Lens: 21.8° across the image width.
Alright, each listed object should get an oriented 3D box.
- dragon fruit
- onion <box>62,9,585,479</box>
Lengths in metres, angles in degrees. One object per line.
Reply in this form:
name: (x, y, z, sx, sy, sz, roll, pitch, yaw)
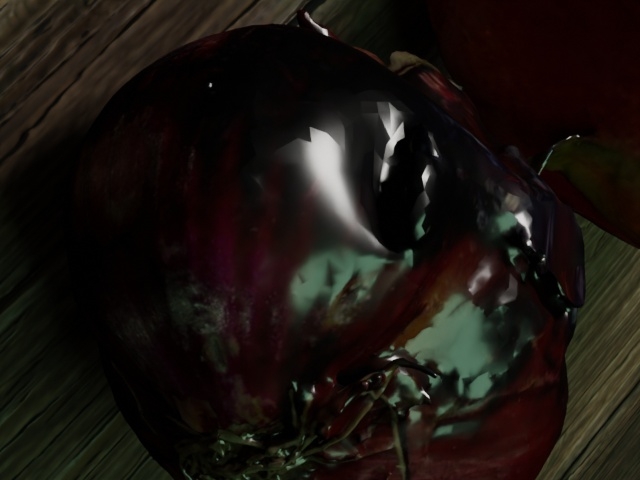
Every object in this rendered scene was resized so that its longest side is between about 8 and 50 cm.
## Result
dragon fruit: (0.172, -0.135, 0.813, 0.100, 0.282, 0.344, -66, 163, -68)
onion: (-0.006, 0.016, 0.746, 0.281, 0.221, 0.281, 15, 72, -57)
